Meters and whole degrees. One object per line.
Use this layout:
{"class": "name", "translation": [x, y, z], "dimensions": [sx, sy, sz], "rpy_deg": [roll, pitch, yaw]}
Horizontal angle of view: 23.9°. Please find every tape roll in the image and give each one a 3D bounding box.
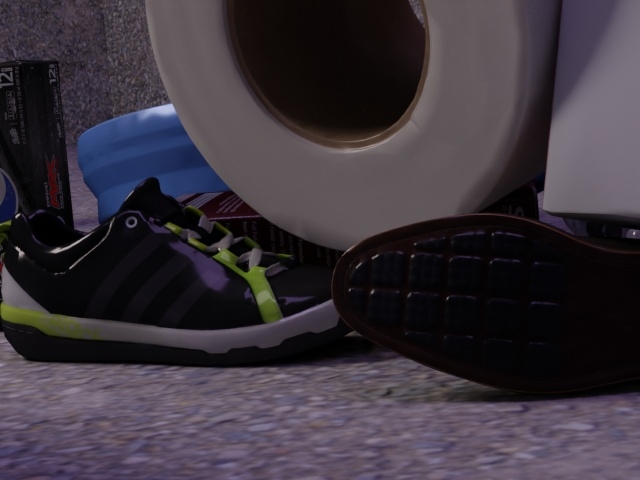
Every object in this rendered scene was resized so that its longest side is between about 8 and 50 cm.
{"class": "tape roll", "translation": [0.049, -0.134, 0.825], "dimensions": [0.246, 0.246, 0.169], "rpy_deg": [1, 19, 38]}

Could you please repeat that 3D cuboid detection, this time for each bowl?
{"class": "bowl", "translation": [0.001, -0.058, 1.222], "dimensions": [0.391, 0.077, 0.391], "rpy_deg": [-5, -4, 0]}

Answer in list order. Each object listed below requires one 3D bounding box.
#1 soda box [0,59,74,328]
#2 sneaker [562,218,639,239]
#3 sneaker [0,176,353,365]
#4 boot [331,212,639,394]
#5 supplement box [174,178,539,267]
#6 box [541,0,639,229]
{"class": "soda box", "translation": [-0.195, -0.030, 0.969], "dimensions": [0.053, 0.169, 0.060], "rpy_deg": [-4, 7, 14]}
{"class": "sneaker", "translation": [0.281, -0.035, 1.067], "dimensions": [0.118, 0.110, 0.292], "rpy_deg": [7, 3, -32]}
{"class": "sneaker", "translation": [-0.081, 0.014, 0.831], "dimensions": [0.234, 0.097, 0.084], "rpy_deg": [-2, 7, 16]}
{"class": "boot", "translation": [0.119, 0.033, 0.711], "dimensions": [0.219, 0.082, 0.106], "rpy_deg": [4, -4, 11]}
{"class": "supplement box", "translation": [0.017, 0.005, 0.946], "dimensions": [0.239, 0.073, 0.130], "rpy_deg": [-4, 9, 9]}
{"class": "box", "translation": [0.293, -0.097, 0.756], "dimensions": [0.345, 0.215, 0.168], "rpy_deg": [7, -3, -41]}
